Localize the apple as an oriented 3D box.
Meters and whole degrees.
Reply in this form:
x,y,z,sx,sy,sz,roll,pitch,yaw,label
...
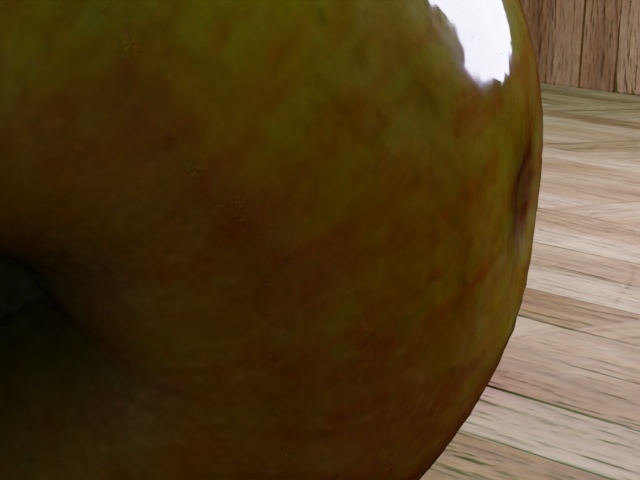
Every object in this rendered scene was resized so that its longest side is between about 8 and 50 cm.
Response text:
x,y,z,sx,sy,sz,roll,pitch,yaw,label
-0.067,-0.019,0.538,0.264,0.264,0.264,3,9,0,apple
